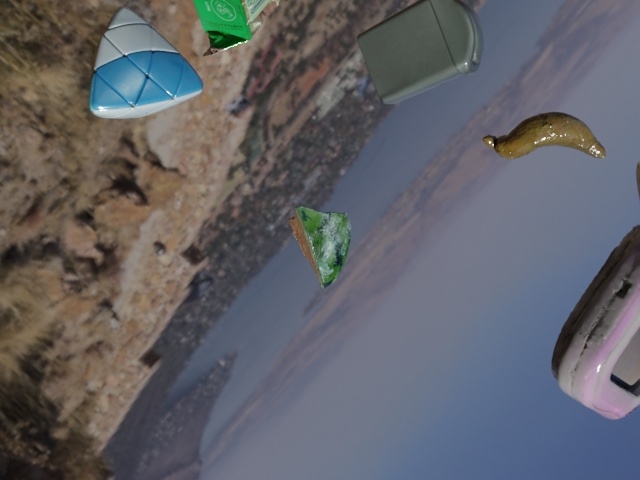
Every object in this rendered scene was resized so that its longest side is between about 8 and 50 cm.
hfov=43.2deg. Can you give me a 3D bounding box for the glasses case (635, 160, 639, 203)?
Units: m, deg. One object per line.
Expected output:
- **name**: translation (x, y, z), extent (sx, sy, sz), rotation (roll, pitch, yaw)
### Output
- **glasses case**: translation (0.672, -0.066, 1.625), extent (0.051, 0.204, 0.081), rotation (-14, -158, 21)

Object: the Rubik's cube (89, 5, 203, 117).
- **Rubik's cube**: translation (-0.361, -0.370, 1.690), extent (0.254, 0.254, 0.254), rotation (-48, 174, -7)

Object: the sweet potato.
- **sweet potato**: translation (0.567, -0.264, 2.034), extent (0.124, 0.310, 0.098), rotation (86, 4, -47)

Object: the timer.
- **timer**: translation (0.313, 0.083, 0.812), extent (0.190, 0.069, 0.208), rotation (-58, 144, 1)

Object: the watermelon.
- **watermelon**: translation (0.006, 0.006, 1.367), extent (0.101, 0.155, 0.080), rotation (-20, -172, -28)

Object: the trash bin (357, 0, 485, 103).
- **trash bin**: translation (0.210, -0.390, 1.628), extent (0.236, 0.176, 0.101), rotation (-22, 180, 27)

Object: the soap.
- **soap**: translation (-0.118, -0.410, 1.057), extent (0.217, 0.098, 0.273), rotation (-61, 152, -30)
